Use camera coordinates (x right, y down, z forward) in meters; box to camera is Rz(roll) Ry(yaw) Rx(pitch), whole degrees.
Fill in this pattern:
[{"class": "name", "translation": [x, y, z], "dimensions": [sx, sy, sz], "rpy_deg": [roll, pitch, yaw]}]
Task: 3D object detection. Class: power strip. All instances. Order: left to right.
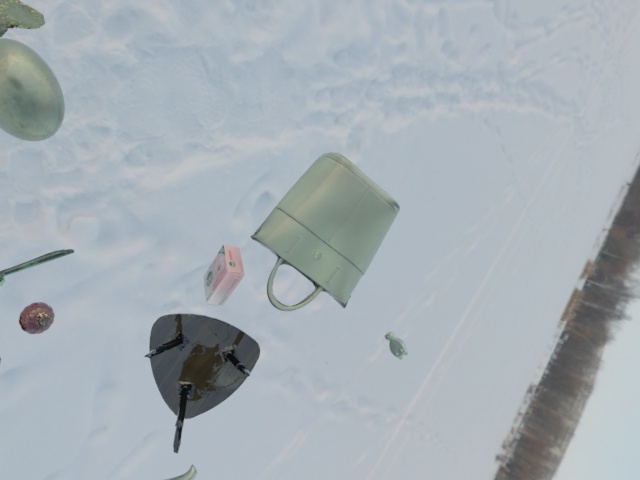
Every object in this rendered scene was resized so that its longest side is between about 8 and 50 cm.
[{"class": "power strip", "translation": [0.208, 0.292, 1.309], "dimensions": [0.035, 0.083, 0.055], "rpy_deg": [2, 136, -49]}]

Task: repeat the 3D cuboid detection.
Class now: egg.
[{"class": "egg", "translation": [-1.054, -0.522, 1.641], "dimensions": [0.258, 0.258, 0.352], "rpy_deg": [-29, 112, -47]}]

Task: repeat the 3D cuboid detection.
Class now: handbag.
[{"class": "handbag", "translation": [0.000, 0.000, 0.933], "dimensions": [0.241, 0.109, 0.315], "rpy_deg": [37, 83, -16]}]

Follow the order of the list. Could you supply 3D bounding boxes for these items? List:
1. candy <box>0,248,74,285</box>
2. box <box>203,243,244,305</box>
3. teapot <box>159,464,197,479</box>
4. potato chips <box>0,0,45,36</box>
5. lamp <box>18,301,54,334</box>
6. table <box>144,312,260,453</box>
[{"class": "candy", "translation": [-0.729, 0.080, 1.073], "dimensions": [0.323, 0.097, 0.097], "rpy_deg": [-28, 134, -39]}, {"class": "box", "translation": [-0.227, 0.082, 1.094], "dimensions": [0.043, 0.089, 0.125], "rpy_deg": [14, 129, -33]}, {"class": "teapot", "translation": [-0.294, 0.608, 0.869], "dimensions": [0.149, 0.318, 0.220], "rpy_deg": [10, 116, -24]}, {"class": "potato chips", "translation": [-0.812, -0.566, 1.145], "dimensions": [0.228, 0.059, 0.167], "rpy_deg": [-21, 95, -21]}, {"class": "lamp", "translation": [-0.877, 0.240, 1.449], "dimensions": [0.101, 0.090, 0.101], "rpy_deg": [-32, 127, -57]}, {"class": "table", "translation": [-0.344, 0.347, 1.233], "dimensions": [0.317, 0.317, 0.249], "rpy_deg": [-66, -170, 0]}]
